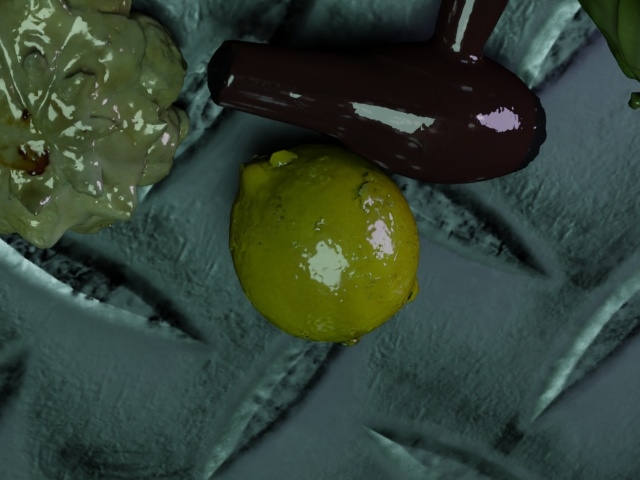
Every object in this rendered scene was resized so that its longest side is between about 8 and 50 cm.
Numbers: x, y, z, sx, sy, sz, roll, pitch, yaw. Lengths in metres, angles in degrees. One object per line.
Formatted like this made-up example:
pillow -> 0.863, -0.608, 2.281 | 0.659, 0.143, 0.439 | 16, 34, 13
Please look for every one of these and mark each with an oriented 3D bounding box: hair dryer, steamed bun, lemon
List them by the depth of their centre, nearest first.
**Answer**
hair dryer -> 0.094, -0.222, 1.453 | 0.313, 0.123, 0.340 | 14, 108, -27
steamed bun -> -0.253, -0.121, 1.458 | 0.292, 0.137, 0.295 | 33, 115, -21
lemon -> 0.000, 0.000, 1.543 | 0.173, 0.173, 0.206 | -32, 116, 13

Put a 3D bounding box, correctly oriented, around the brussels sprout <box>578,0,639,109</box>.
brussels sprout -> 0.395, -0.301, 1.297 | 0.425, 0.342, 0.361 | -18, 130, -9
